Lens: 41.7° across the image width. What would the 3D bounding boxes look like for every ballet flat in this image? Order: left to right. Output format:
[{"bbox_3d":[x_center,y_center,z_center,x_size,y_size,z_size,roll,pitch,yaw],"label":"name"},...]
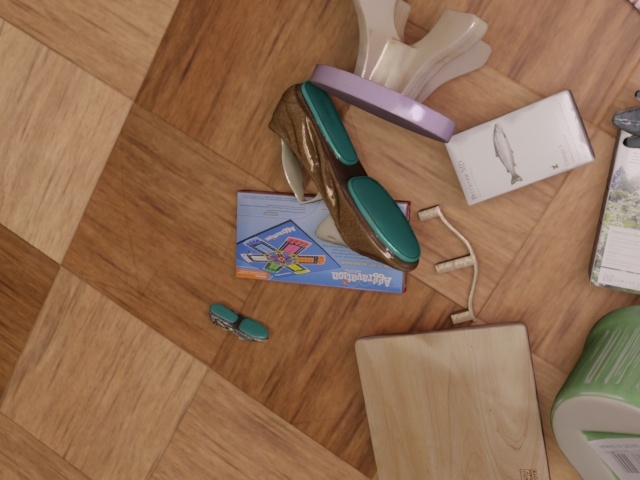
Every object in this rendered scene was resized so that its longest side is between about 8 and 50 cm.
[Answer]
[{"bbox_3d":[-0.137,0.144,1.406,0.114,0.041,0.041,27,107,12],"label":"ballet flat"},{"bbox_3d":[0.021,-0.077,1.259,0.124,0.116,0.342,-40,74,31],"label":"ballet flat"}]

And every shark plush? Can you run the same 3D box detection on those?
[{"bbox_3d":[0.444,-0.131,1.045,0.161,0.067,0.073,26,104,13],"label":"shark plush"}]

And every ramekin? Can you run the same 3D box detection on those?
[{"bbox_3d":[0.448,0.244,1.079,0.303,0.148,0.303,34,150,23],"label":"ramekin"}]

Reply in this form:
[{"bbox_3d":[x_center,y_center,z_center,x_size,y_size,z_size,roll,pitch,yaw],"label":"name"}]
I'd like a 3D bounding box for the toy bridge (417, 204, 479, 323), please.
[{"bbox_3d":[0.206,0.035,1.275,0.063,0.026,0.188,-17,94,19],"label":"toy bridge"}]

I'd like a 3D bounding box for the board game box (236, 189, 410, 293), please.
[{"bbox_3d":[0.000,0.000,1.337,0.281,0.027,0.145,5,99,17],"label":"board game box"}]

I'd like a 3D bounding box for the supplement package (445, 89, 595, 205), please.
[{"bbox_3d":[0.280,-0.130,1.180,0.179,0.105,0.105,-21,93,21],"label":"supplement package"}]

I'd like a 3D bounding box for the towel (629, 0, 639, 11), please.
[{"bbox_3d":[0.439,-0.412,1.122,0.144,0.029,0.197,-38,84,20],"label":"towel"}]

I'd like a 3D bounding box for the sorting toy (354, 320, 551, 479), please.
[{"bbox_3d":[0.205,0.252,1.280,0.255,0.089,0.257,-8,97,20],"label":"sorting toy"}]

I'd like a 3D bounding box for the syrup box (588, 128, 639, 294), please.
[{"bbox_3d":[0.436,-0.051,1.147,0.093,0.096,0.237,11,100,15],"label":"syrup box"}]

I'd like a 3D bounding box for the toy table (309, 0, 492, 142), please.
[{"bbox_3d":[0.109,-0.250,1.158,0.274,0.252,0.161,33,100,44],"label":"toy table"}]
